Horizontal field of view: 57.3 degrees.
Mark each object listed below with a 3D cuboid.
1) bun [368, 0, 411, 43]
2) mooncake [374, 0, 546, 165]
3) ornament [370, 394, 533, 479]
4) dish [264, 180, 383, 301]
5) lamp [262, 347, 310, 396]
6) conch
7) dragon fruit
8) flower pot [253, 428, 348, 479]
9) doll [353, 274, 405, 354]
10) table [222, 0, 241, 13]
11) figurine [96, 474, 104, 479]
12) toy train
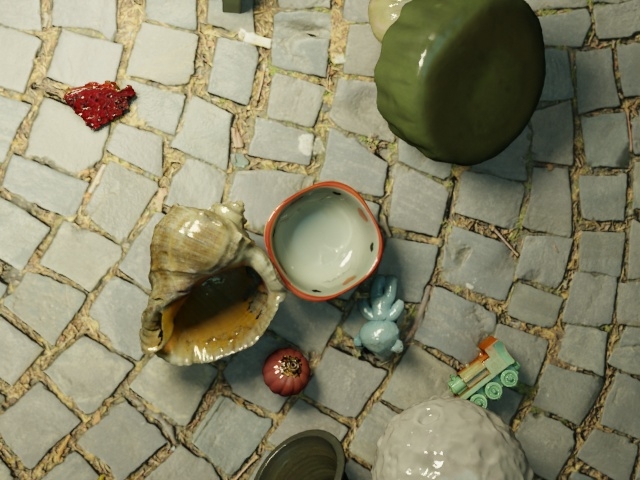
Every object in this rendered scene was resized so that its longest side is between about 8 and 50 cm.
[{"bbox_3d":[0.204,-0.513,1.285,0.178,0.128,0.193,32,85,-8],"label":"bun"},{"bbox_3d":[0.286,-0.343,1.220,0.356,0.194,0.356,-13,119,-25],"label":"mooncake"},{"bbox_3d":[0.276,0.503,1.234,0.337,0.337,0.337,0,92,-9],"label":"ornament"},{"bbox_3d":[0.000,0.000,1.275,0.256,0.117,0.256,0,92,-9],"label":"dish"},{"bbox_3d":[-0.075,0.289,1.287,0.107,0.092,0.107,12,56,-19],"label":"lamp"},{"bbox_3d":[-0.228,0.082,1.210,0.297,0.210,0.352,31,109,-9],"label":"conch"},{"bbox_3d":[-0.463,-0.306,1.231,0.131,0.063,0.097,-32,129,-7],"label":"dragon fruit"},{"bbox_3d":[-0.018,0.548,1.264,0.235,0.235,0.148,-36,117,-6],"label":"flower pot"},{"bbox_3d":[0.143,0.171,1.338,0.120,0.075,0.179,1,69,28],"label":"doll"},{"bbox_3d":[-0.215,-0.616,1.215,0.111,0.121,0.240,1,91,-9],"label":"table"},{"bbox_3d":[-0.409,0.624,1.219,0.228,0.215,0.215,17,90,5],"label":"figurine"},{"bbox_3d":[0.378,0.320,1.377,0.176,0.074,0.118,-36,87,-1],"label":"toy train"}]
